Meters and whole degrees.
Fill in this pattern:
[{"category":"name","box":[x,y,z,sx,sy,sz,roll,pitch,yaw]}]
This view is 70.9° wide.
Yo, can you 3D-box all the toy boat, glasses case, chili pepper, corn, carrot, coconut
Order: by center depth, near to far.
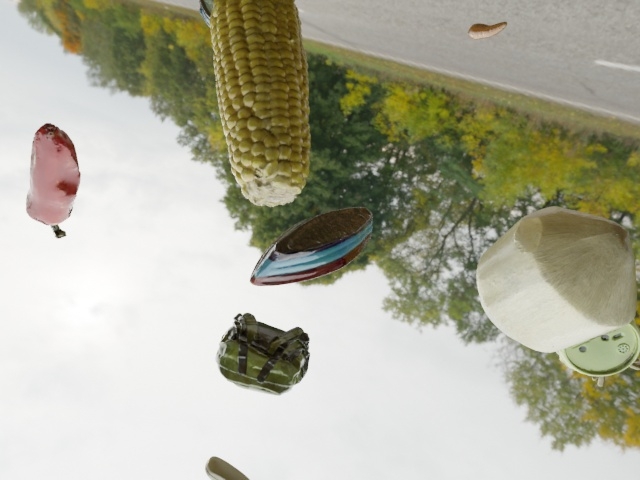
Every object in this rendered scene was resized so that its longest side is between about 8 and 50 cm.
[{"category":"corn","box":[-0.078,-0.214,0.600,0.130,0.347,0.130,-6,165,-2]},{"category":"glasses case","box":[-0.126,0.333,0.628,0.083,0.021,0.032,42,-169,-12]},{"category":"coconut","box":[0.422,0.061,0.792,0.237,0.266,0.237,10,-122,-16]},{"category":"toy boat","box":[0.000,0.000,0.915,0.136,0.079,0.392,44,-148,14]},{"category":"carrot","box":[0.375,-0.476,1.018,0.035,0.035,0.142,16,-164,-20]},{"category":"chili pepper","box":[-0.623,-0.130,1.046,0.110,0.387,0.110,18,-130,-23]},{"category":"toy boat","box":[-0.252,-0.543,1.092,0.137,0.060,0.061,54,177,27]}]

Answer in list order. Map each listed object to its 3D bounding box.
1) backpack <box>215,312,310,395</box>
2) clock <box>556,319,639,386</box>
[{"category":"backpack","box":[-0.123,0.246,0.975,0.207,0.140,0.253,17,178,1]},{"category":"clock","box":[0.764,0.273,1.244,0.308,0.235,0.096,53,-161,-10]}]
